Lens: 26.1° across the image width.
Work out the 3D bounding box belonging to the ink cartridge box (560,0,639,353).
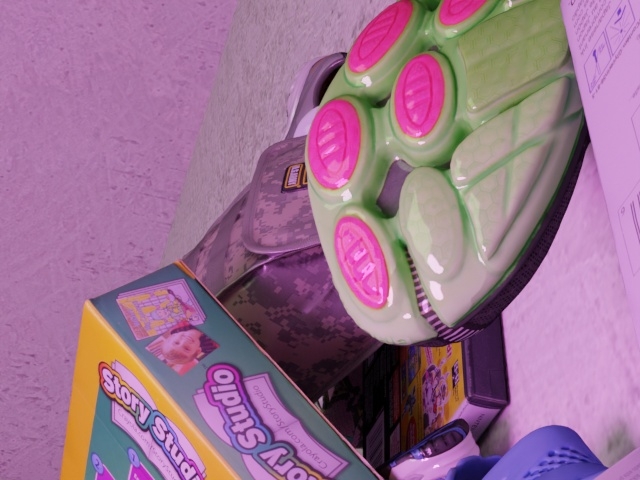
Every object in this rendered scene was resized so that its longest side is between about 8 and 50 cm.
[{"bbox_3d":[0.232,-0.061,0.529,0.395,0.151,0.270,-89,17,-46],"label":"ink cartridge box"}]

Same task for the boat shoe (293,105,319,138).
[{"bbox_3d":[0.000,0.000,1.573,0.108,0.102,0.301,0,71,36],"label":"boat shoe"}]

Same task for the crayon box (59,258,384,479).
[{"bbox_3d":[-0.069,0.250,1.120,0.363,0.106,0.313,45,138,28],"label":"crayon box"}]

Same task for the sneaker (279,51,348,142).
[{"bbox_3d":[-0.005,-0.109,1.703,0.108,0.100,0.271,161,121,-69],"label":"sneaker"}]

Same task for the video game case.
[{"bbox_3d":[0.093,0.099,1.226,0.248,0.035,0.274,116,162,-45],"label":"video game case"}]

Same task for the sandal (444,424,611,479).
[{"bbox_3d":[0.132,0.169,0.814,0.317,0.126,0.138,131,153,-61],"label":"sandal"}]

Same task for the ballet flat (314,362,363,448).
[{"bbox_3d":[0.012,0.129,1.435,0.221,0.079,0.077,-96,22,-55],"label":"ballet flat"}]

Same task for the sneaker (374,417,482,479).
[{"bbox_3d":[0.068,0.210,1.079,0.081,0.080,0.211,56,150,6],"label":"sneaker"}]

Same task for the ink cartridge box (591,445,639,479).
[{"bbox_3d":[0.160,0.187,0.490,0.231,0.134,0.078,35,140,39],"label":"ink cartridge box"}]

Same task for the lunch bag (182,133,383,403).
[{"bbox_3d":[-0.015,0.020,1.293,0.287,0.169,0.235,-46,17,25],"label":"lunch bag"}]

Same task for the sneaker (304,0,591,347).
[{"bbox_3d":[0.132,-0.108,0.895,0.185,0.202,0.482,-15,36,32],"label":"sneaker"}]
